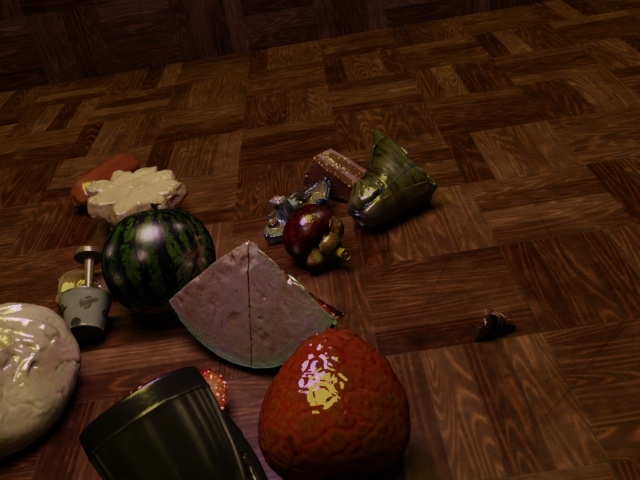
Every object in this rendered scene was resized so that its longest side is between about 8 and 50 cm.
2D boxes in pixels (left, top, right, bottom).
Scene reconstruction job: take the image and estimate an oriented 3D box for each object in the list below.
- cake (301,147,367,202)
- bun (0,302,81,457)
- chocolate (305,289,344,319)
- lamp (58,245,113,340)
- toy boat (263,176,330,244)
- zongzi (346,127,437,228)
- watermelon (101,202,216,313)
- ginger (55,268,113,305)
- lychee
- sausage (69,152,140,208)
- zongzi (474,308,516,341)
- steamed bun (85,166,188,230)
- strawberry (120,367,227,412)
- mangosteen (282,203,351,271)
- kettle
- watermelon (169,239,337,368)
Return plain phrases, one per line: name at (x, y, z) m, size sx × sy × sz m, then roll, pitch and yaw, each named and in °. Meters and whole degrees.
cake at (0.086, -0.174, 2.018) m, size 0.295 × 0.112 × 0.116 m, roll 25°, pitch 46°, yaw 26°
bun at (-0.669, 0.262, 1.423) m, size 0.362 × 0.212 × 0.361 m, roll -5°, pitch 33°, yaw 3°
chocolate at (-0.036, 0.146, 1.605) m, size 0.086 × 0.028 × 0.183 m, roll -27°, pitch 37°, yaw -36°
lamp at (-0.547, 0.121, 1.658) m, size 0.122 × 0.121 × 0.214 m, roll -10°, pitch 60°, yaw 1°
toy boat at (-0.063, -0.092, 1.912) m, size 0.114 × 0.115 × 0.262 m, roll 20°, pitch 42°, yaw 39°
zongzi at (0.137, -0.175, 1.899) m, size 0.251 × 0.125 × 0.274 m, roll -25°, pitch 65°, yaw -27°
watermelon at (-0.375, 0.046, 1.649) m, size 0.269 × 0.268 × 0.269 m, roll -7°, pitch 31°, yaw 5°
ginger at (-0.556, 0.109, 1.775) m, size 0.214 × 0.074 × 0.137 m, roll -13°, pitch 41°, yaw -14°
lychee at (0.022, 0.298, 1.157) m, size 0.255 × 0.255 × 0.299 m, roll -11°, pitch 65°, yaw -1°
sausage at (-0.689, -0.185, 2.251) m, size 0.114 × 0.113 × 0.259 m, roll 7°, pitch 35°, yaw 26°
zongzi at (0.346, 0.163, 1.425) m, size 0.083 × 0.073 × 0.067 m, roll -30°, pitch 54°, yaw -28°
steamed bun at (-0.524, -0.100, 2.047) m, size 0.296 × 0.137 × 0.292 m, roll -5°, pitch 30°, yaw -2°
strawberry at (-0.277, 0.346, 1.287) m, size 0.188 × 0.106 × 0.286 m, roll 31°, pitch 32°, yaw 18°
mangosteen at (-0.002, -0.003, 1.749) m, size 0.182 × 0.155 × 0.146 m, roll 26°, pitch 11°, yaw 4°
kettle at (-0.207, 0.362, 1.088) m, size 0.207 × 0.250 × 0.271 m, roll -32°, pitch 75°, yaw -11°
watermelon at (-0.106, 0.122, 1.509) m, size 0.292 × 0.319 × 0.222 m, roll 48°, pitch 32°, yaw 8°
